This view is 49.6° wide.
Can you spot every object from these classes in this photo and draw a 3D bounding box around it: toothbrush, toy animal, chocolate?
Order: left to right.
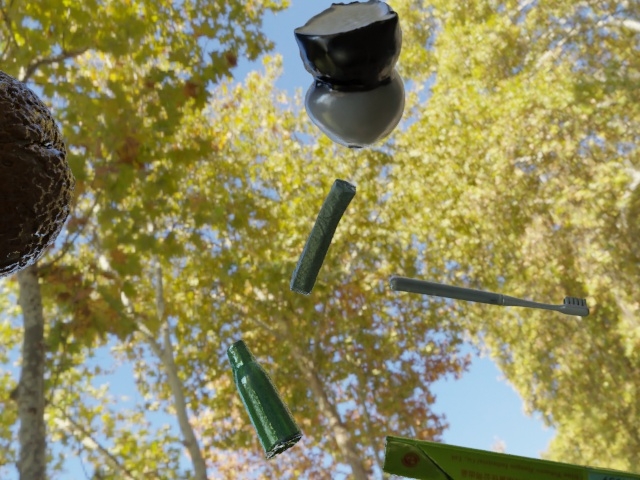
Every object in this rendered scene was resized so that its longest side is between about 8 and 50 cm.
[{"bbox_3d":[-0.150,0.381,1.710,0.110,0.291,0.110,-25,-24,-12],"label":"chocolate"},{"bbox_3d":[0.058,-0.272,1.171,0.187,0.165,0.235,-44,-39,-36],"label":"toy animal"},{"bbox_3d":[0.291,0.096,1.206,0.341,0.030,0.025,6,-43,9],"label":"toothbrush"}]

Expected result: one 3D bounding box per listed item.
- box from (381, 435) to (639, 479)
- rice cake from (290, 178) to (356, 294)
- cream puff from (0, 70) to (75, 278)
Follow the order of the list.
[{"bbox_3d":[0.248,0.274,0.794,0.334,0.047,0.187,5,-17,16],"label":"box"},{"bbox_3d":[0.000,0.000,1.202,0.045,0.042,0.245,18,-55,-8],"label":"rice cake"},{"bbox_3d":[-0.459,-0.088,0.964,0.212,0.303,0.303,9,-47,-41],"label":"cream puff"}]
